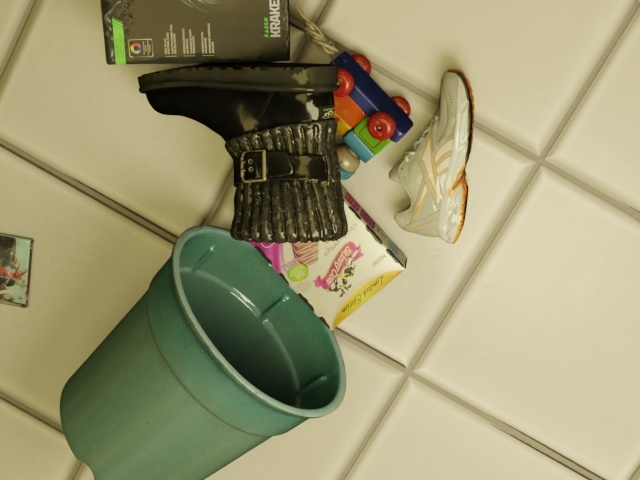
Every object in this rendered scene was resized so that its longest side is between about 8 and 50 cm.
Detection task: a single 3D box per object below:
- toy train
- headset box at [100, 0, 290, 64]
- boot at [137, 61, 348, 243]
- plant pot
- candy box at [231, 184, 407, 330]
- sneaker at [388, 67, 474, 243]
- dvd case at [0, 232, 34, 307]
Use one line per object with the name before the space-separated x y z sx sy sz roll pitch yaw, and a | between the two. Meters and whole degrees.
toy train | 0.007 -0.216 1.620 0.248 0.105 0.143 46 120 -3
headset box | -0.186 -0.384 1.546 0.283 0.131 0.246 -1 111 -1
boot | -0.120 -0.128 1.587 0.348 0.131 0.260 7 106 33
plant pot | -0.196 0.209 1.649 0.334 0.341 0.341 -41 96 24
candy box | 0.000 0.000 1.682 0.159 0.071 0.233 -41 96 15
sneaker | 0.163 -0.126 1.617 0.121 0.099 0.262 7 104 11
dvd case | -0.522 0.048 1.796 0.087 0.013 0.119 11 106 5
